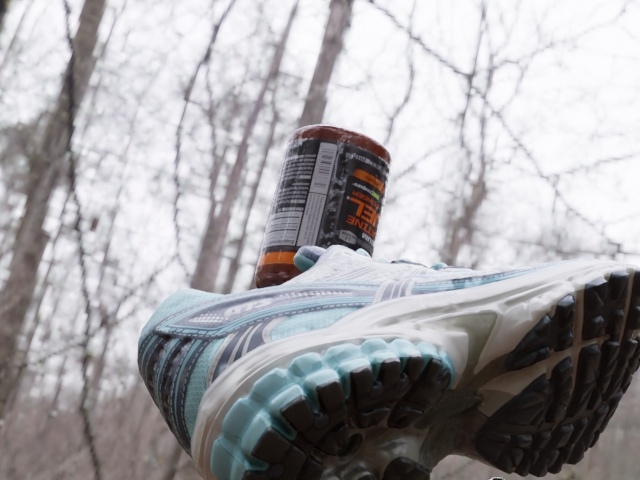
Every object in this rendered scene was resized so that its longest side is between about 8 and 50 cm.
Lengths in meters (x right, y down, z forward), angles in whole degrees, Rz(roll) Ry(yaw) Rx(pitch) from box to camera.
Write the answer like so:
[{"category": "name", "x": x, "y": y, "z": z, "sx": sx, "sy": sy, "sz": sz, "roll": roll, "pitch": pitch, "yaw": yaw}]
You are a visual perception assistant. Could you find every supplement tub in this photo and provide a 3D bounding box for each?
[{"category": "supplement tub", "x": 0.000, "y": 0.000, "z": 1.182, "sx": 0.106, "sy": 0.198, "sz": 0.106, "roll": 11, "pitch": -17, "yaw": 4}]

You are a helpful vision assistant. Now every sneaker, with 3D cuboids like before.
[{"category": "sneaker", "x": 0.046, "y": 0.040, "z": 0.572, "sx": 0.283, "sy": 0.110, "sz": 0.122, "roll": -5, "pitch": 31, "yaw": -43}]

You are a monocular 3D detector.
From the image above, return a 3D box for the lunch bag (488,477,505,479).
[{"category": "lunch bag", "x": 0.200, "y": 0.512, "z": 2.110, "sx": 0.235, "sy": 0.169, "sz": 0.287, "roll": -34, "pitch": -6, "yaw": 23}]

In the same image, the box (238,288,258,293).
[{"category": "box", "x": -0.040, "y": 0.110, "z": 1.358, "sx": 0.203, "sy": 0.114, "sz": 0.103, "roll": -13, "pitch": -14, "yaw": -41}]
